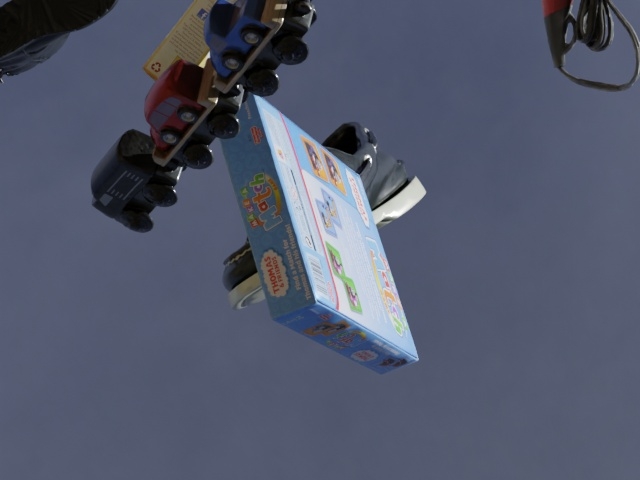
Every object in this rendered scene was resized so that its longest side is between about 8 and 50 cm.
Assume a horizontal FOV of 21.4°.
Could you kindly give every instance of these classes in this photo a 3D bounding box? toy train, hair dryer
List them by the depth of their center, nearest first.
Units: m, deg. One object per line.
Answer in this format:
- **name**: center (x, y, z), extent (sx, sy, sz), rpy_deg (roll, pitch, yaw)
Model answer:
- **toy train**: center (-0.049, -0.051, 0.646), extent (0.036, 0.158, 0.027), rpy_deg (27, -130, -18)
- **hair dryer**: center (0.213, -0.294, 1.542), extent (0.293, 0.080, 0.224), rpy_deg (39, -76, 15)

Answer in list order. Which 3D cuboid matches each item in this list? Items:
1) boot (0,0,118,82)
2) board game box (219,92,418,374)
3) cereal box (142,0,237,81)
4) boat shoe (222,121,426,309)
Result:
- **boot**: center (-0.195, -0.155, 1.212), extent (0.121, 0.099, 0.045), rpy_deg (-27, -91, 1)
- **board game box**: center (0.000, 0.000, 1.206), extent (0.039, 0.211, 0.160), rpy_deg (-23, -112, 16)
- **cereal box**: center (-0.067, -0.243, 1.579), extent (0.047, 0.173, 0.240), rpy_deg (39, -81, -2)
- **boat shoe**: center (-0.011, -0.037, 1.454), extent (0.127, 0.340, 0.113), rpy_deg (-30, -89, 31)
